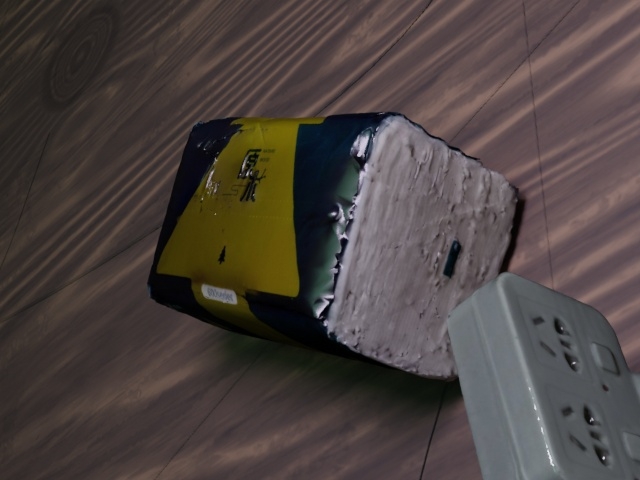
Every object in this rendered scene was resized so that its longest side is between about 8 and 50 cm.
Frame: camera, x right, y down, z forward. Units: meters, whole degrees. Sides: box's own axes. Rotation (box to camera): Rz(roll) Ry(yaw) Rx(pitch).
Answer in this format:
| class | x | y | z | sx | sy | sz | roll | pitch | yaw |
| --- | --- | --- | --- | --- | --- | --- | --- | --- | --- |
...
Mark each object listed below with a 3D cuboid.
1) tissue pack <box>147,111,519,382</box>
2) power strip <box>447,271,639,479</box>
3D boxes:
| class | x | y | z | sx | sy | sz | roll | pitch | yaw |
| --- | --- | --- | --- | --- | --- | --- | --- | --- | --- |
| tissue pack | 0.000 | 0.000 | 1.625 | 0.416 | 0.253 | 0.264 | 7 | 77 | 55 |
| power strip | 0.233 | 0.177 | 1.219 | 0.141 | 0.261 | 0.229 | -41 | 43 | 33 |
